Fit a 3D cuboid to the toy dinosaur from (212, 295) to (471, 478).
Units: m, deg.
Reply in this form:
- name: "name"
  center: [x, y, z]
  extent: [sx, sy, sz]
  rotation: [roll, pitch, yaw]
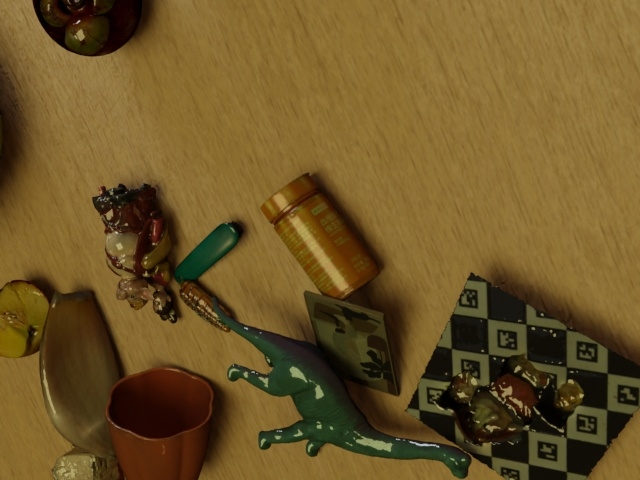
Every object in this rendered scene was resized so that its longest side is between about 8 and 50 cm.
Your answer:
- name: "toy dinosaur"
  center: [0.029, 0.220, 1.780]
  extent: [0.331, 0.129, 0.383]
  rotation: [-18, 105, 41]

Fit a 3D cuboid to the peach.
- name: "peach"
  center: [-0.555, 0.152, 2.115]
  extent: [0.151, 0.118, 0.151]
  rotation: [-1, 76, 4]

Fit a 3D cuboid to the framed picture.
- name: "framed picture"
  center: [0.050, 0.162, 1.781]
  extent: [0.136, 0.010, 0.201]
  rotation: [15, 141, 25]

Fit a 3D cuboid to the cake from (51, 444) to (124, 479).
- name: "cake"
  center: [-0.433, 0.478, 2.166]
  extent: [0.117, 0.086, 0.220]
  rotation: [5, 108, 28]

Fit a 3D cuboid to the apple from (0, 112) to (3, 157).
- name: "apple"
  center: [-0.792, -0.184, 1.969]
  extent: [0.474, 0.473, 0.473]
  rotation: [9, 110, 27]

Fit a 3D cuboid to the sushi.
- name: "sushi"
  center: [0.302, 0.213, 1.681]
  extent: [0.294, 0.059, 0.292]
  rotation: [33, 124, 15]

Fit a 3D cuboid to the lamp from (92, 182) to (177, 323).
- name: "lamp"
  center: [-0.309, 0.030, 1.941]
  extent: [0.118, 0.118, 0.253]
  rotation: [-1, 104, 30]

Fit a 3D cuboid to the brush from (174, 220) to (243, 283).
- name: "brush"
  center: [-0.186, 0.021, 1.920]
  extent: [0.043, 0.032, 0.193]
  rotation: [51, 135, 0]

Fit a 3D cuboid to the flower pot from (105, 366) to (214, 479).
- name: "flower pot"
  center: [-0.274, 0.343, 1.987]
  extent: [0.191, 0.190, 0.173]
  rotation: [18, 124, 24]

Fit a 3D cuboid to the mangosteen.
- name: "mangosteen"
  center: [-0.367, -0.373, 1.793]
  extent: [0.200, 0.200, 0.200]
  rotation: [9, 110, 27]

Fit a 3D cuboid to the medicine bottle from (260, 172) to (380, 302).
- name: "medicine bottle"
  center: [0.000, 0.000, 1.765]
  extent: [0.096, 0.096, 0.192]
  rotation: [-39, 84, 33]

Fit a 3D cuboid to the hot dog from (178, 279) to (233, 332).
- name: "hot dog"
  center: [-0.195, 0.114, 1.942]
  extent: [0.122, 0.037, 0.049]
  rotation: [38, 144, 15]

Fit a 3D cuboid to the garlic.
- name: "garlic"
  center: [-0.436, 0.242, 2.066]
  extent: [0.112, 0.143, 0.318]
  rotation: [8, 108, 60]
